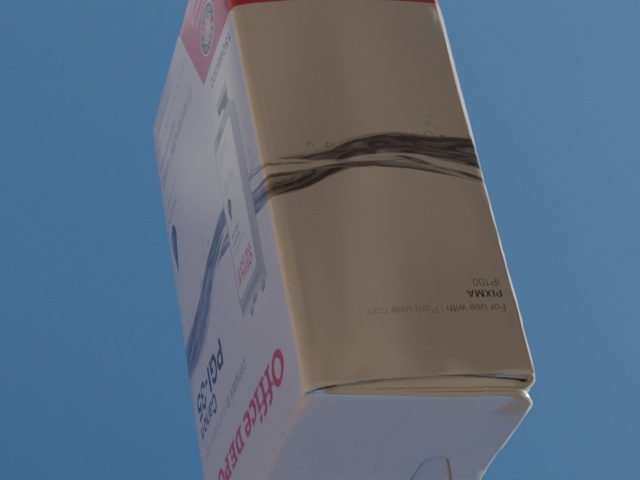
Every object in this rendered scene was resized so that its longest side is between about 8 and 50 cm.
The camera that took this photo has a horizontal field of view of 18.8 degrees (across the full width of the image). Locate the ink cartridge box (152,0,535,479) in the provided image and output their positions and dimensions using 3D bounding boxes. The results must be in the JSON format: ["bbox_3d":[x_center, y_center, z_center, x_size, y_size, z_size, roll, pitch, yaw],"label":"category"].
[{"bbox_3d":[0.000,0.000,1.002,0.117,0.207,0.283,-1,-122,-17],"label":"ink cartridge box"}]
